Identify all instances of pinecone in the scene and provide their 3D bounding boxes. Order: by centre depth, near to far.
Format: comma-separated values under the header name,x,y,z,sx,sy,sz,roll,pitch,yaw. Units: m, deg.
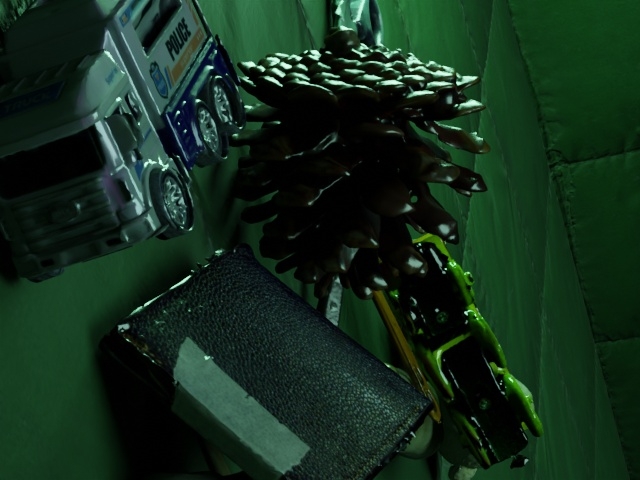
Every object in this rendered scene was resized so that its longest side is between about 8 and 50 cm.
name,x,y,z,sx,sy,sz,roll,pitch,yaw
pinecone,0.033,-0.068,1.623,0.264,0.264,0.264,-10,90,-75

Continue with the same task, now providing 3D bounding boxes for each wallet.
name,x,y,z,sx,sy,sz,roll,pitch,yaw
wallet,-0.037,0.113,1.361,0.221,0.071,0.262,42,20,6

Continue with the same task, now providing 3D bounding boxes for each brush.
name,x,y,z,sx,sy,sz,roll,pitch,yaw
brush,0.059,0.055,1.874,0.314,0.017,0.090,64,14,7

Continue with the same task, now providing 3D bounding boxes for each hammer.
name,x,y,z,sx,sy,sz,roll,pitch,yaw
hammer,-0.071,0.220,1.475,0.062,0.017,0.182,-76,151,-57

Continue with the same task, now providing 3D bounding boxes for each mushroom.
name,x,y,z,sx,sy,sz,roll,pitch,yaw
mushroom,0.082,0.191,1.935,0.312,0.081,0.100,34,49,-75

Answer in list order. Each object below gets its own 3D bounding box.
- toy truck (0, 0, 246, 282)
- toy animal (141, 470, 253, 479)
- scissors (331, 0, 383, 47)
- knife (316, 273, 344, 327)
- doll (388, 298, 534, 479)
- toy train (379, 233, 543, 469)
name,x,y,z,sx,sy,sz,roll,pitch,yaw
toy truck,-0.150,-0.093,1.193,0.268,0.124,0.155,-72,141,-63
toy animal,-0.077,0.205,1.286,0.108,0.138,0.236,45,0,36
scissors,0.031,-0.243,2.100,0.383,0.029,0.256,-86,160,-46
knife,0.000,0.000,1.809,0.072,0.019,0.245,23,57,-26
doll,0.174,0.166,2.176,0.278,0.149,0.175,55,43,-39
toy train,0.155,0.124,1.991,0.296,0.100,0.160,63,0,-18
